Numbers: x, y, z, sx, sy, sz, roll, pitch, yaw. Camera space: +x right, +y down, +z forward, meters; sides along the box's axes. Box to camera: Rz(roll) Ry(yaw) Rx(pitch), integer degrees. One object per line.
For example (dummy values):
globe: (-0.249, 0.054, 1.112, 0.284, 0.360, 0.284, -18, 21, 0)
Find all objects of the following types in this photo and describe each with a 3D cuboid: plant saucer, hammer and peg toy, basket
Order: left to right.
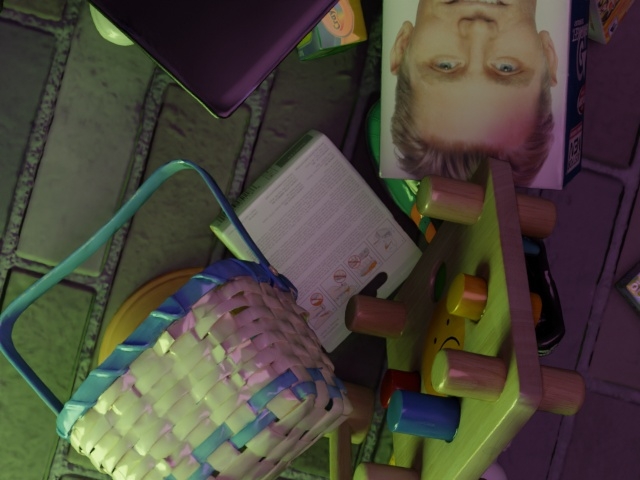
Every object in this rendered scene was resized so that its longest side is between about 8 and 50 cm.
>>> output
basket: (-0.135, 0.104, 1.356, 0.255, 0.201, 0.289, -41, 73, 8)
plant saucer: (-0.117, 0.126, 1.475, 0.200, 0.037, 0.200, 0, 91, -11)
hammer and peg toy: (0.102, 0.134, 1.347, 0.127, 0.361, 0.266, 11, 49, -16)

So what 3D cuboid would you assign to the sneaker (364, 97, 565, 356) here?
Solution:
sneaker: (0.153, -0.019, 1.478, 0.108, 0.121, 0.302, -35, 97, -7)

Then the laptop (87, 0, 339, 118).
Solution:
laptop: (-0.106, -0.359, 1.326, 0.382, 0.408, 0.236, -47, 120, -6)

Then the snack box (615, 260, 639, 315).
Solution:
snack box: (0.390, 0.067, 1.568, 0.100, 0.037, 0.141, -42, 98, -5)

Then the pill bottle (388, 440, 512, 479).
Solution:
pill bottle: (0.114, 0.258, 1.481, 0.117, 0.117, 0.208, 25, 86, -10)

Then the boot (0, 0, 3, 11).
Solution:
boot: (-0.363, -0.185, 1.347, 0.219, 0.082, 0.106, -10, 64, -47)

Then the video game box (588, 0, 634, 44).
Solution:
video game box: (0.306, -0.318, 1.468, 0.048, 0.187, 0.205, 31, 84, 25)

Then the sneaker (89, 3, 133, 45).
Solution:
sneaker: (-0.161, -0.290, 1.425, 0.080, 0.094, 0.212, 21, 88, -12)

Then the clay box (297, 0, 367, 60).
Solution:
clay box: (-0.012, -0.289, 1.436, 0.053, 0.127, 0.222, -14, 93, -9)

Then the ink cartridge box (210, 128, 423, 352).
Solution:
ink cartridge box: (0.000, 0.000, 1.502, 0.145, 0.045, 0.179, -44, 117, -7)

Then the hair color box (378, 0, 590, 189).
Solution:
hair color box: (0.150, -0.227, 1.346, 0.173, 0.105, 0.347, 4, 103, 18)
